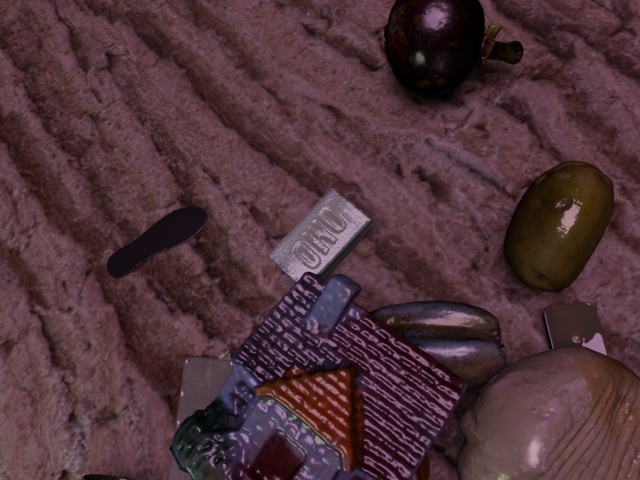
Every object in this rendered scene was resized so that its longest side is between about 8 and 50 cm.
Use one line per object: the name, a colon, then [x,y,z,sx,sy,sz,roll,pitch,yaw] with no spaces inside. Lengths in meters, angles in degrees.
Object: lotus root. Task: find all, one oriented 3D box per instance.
lotus root: [0.163,0.188,0.872,0.323,0.139,0.158,-1,51,17]

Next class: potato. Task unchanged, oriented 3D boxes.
potato: [0.423,-0.030,0.873,0.149,0.197,0.228,31,113,22]

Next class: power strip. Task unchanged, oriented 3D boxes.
power strip: [-0.217,0.345,0.931,0.118,0.046,0.270,0,73,12]

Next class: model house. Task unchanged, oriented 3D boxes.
model house: [0.033,0.254,0.743,0.360,0.297,0.338,34,99,20]

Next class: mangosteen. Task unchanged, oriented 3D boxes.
mangosteen: [0.275,-0.416,1.005,0.290,0.231,0.231,2,72,5]

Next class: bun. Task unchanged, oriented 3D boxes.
bun: [0.355,0.338,0.737,0.366,0.219,0.364,2,85,-27]

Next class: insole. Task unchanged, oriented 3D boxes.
insole: [-0.367,0.000,1.091,0.253,0.005,0.086,-31,69,-2]

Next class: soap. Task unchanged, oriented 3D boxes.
soap: [0.000,0.000,0.998,0.115,0.063,0.198,40,83,17]

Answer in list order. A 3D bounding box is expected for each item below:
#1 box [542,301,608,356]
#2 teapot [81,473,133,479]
box: [0.458,0.178,0.881,0.091,0.031,0.125,-9,71,6]
teapot: [-0.388,0.510,0.842,0.270,0.173,0.182,-7,62,42]
